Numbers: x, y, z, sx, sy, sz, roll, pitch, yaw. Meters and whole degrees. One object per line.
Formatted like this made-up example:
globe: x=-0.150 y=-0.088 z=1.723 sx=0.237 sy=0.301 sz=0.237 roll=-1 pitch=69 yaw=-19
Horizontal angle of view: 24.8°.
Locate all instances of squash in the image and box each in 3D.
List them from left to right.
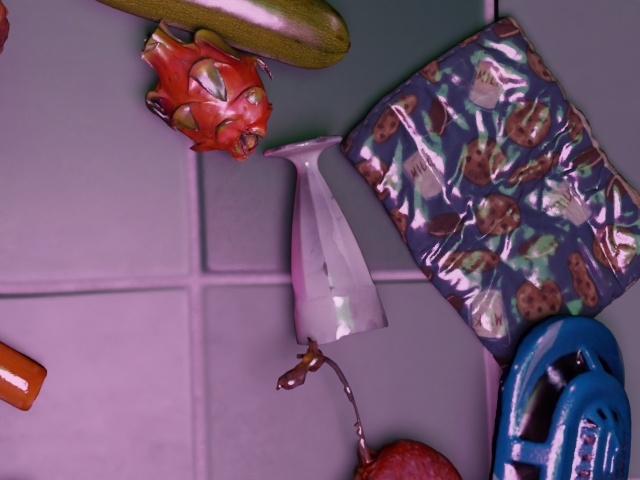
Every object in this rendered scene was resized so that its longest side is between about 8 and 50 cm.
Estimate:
squash: x=-0.093 y=-0.189 z=1.106 sx=0.252 sy=0.066 sz=0.066 roll=16 pitch=86 yaw=-13

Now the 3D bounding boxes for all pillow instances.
pillow: x=0.153 y=-0.036 z=1.184 sx=0.189 sy=0.034 sz=0.255 roll=-38 pitch=99 yaw=-9

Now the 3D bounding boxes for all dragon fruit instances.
dragon fruit: x=-0.089 y=-0.115 z=1.099 sx=0.116 sy=0.081 sz=0.086 roll=30 pitch=115 yaw=-7

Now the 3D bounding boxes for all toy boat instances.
toy boat: x=0.200 y=0.209 z=1.135 sx=0.134 sy=0.092 sz=0.299 roll=9 pitch=89 yaw=-38

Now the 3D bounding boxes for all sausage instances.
sausage: x=-0.265 y=0.080 z=1.073 sx=0.131 sy=0.041 sz=0.039 roll=32 pitch=87 yaw=-11

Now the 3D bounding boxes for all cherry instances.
cherry: x=0.036 y=0.182 z=1.116 sx=0.107 sy=0.090 sz=0.225 roll=-44 pitch=105 yaw=3

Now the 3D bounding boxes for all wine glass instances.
wine glass: x=0.000 y=0.000 z=1.127 sx=0.073 sy=0.073 sz=0.155 roll=-13 pitch=89 yaw=-13

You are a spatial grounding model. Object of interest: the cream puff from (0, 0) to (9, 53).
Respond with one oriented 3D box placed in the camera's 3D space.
cream puff: x=-0.367 y=-0.127 z=0.904 sx=0.327 sy=0.343 sz=0.231 roll=-16 pitch=79 yaw=7
